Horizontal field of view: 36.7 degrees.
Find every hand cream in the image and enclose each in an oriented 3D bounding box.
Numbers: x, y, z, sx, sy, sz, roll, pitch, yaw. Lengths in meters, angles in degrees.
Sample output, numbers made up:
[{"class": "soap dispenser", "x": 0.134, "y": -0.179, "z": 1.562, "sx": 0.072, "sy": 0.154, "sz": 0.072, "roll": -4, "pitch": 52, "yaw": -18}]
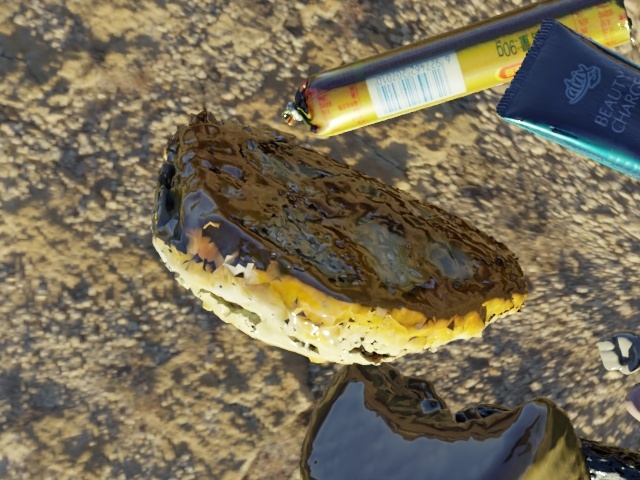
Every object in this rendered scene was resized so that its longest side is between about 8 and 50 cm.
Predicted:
[{"class": "hand cream", "x": 0.308, "y": -0.104, "z": 0.907, "sx": 0.271, "sy": 0.061, "sz": 0.120, "roll": 28, "pitch": 75, "yaw": 8}]

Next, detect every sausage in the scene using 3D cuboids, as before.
[{"class": "sausage", "x": 0.135, "y": -0.182, "z": 1.006, "sx": 0.372, "sy": 0.082, "sz": 0.082, "roll": -17, "pitch": 81, "yaw": 9}]

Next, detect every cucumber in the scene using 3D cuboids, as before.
[{"class": "cucumber", "x": 0.374, "y": 0.321, "z": 1.472, "sx": 0.304, "sy": 0.072, "sz": 0.081, "roll": 14, "pitch": 81, "yaw": 9}]

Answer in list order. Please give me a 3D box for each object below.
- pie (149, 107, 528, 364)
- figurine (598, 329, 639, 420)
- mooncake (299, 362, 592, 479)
[{"class": "pie", "x": 0.001, "y": -0.001, "z": 0.730, "sx": 0.308, "sy": 0.308, "sz": 0.085, "roll": 37, "pitch": 118, "yaw": 20}, {"class": "figurine", "x": 0.559, "y": 0.216, "z": 1.340, "sx": 0.285, "sy": 0.167, "sz": 0.342, "roll": -57, "pitch": 38, "yaw": 15}, {"class": "mooncake", "x": 0.174, "y": 0.319, "z": 1.415, "sx": 0.393, "sy": 0.394, "sz": 0.246, "roll": -24, "pitch": 123, "yaw": 9}]
